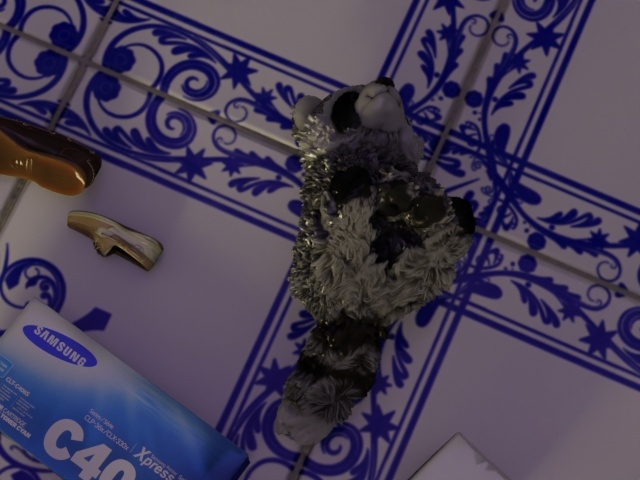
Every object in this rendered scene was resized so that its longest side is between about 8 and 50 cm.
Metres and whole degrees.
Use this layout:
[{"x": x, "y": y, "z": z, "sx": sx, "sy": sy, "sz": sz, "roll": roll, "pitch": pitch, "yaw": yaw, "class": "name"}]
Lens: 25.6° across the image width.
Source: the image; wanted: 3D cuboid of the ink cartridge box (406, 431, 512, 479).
[{"x": 0.103, "y": 0.375, "z": 1.708, "sx": 0.278, "sy": 0.201, "sz": 0.117, "roll": -43, "pitch": 81, "yaw": -12, "class": "ink cartridge box"}]

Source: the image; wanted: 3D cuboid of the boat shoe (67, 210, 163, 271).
[{"x": -0.279, "y": 0.001, "z": 1.875, "sx": 0.135, "sy": 0.050, "sz": 0.045, "roll": 21, "pitch": 70, "yaw": 4, "class": "boat shoe"}]

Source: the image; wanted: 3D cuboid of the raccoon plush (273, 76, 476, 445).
[{"x": 0.000, "y": 0.000, "z": 1.840, "sx": 0.216, "sy": 0.299, "sz": 0.446, "roll": 29, "pitch": 105, "yaw": -30, "class": "raccoon plush"}]

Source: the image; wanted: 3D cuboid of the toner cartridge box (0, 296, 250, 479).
[{"x": -0.276, "y": 0.241, "z": 1.799, "sx": 0.348, "sy": 0.075, "sz": 0.165, "roll": 35, "pitch": 76, "yaw": 7, "class": "toner cartridge box"}]

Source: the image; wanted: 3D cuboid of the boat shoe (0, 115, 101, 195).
[{"x": -0.397, "y": -0.124, "z": 1.901, "sx": 0.207, "sy": 0.073, "sz": 0.073, "roll": 24, "pitch": 38, "yaw": 1, "class": "boat shoe"}]
